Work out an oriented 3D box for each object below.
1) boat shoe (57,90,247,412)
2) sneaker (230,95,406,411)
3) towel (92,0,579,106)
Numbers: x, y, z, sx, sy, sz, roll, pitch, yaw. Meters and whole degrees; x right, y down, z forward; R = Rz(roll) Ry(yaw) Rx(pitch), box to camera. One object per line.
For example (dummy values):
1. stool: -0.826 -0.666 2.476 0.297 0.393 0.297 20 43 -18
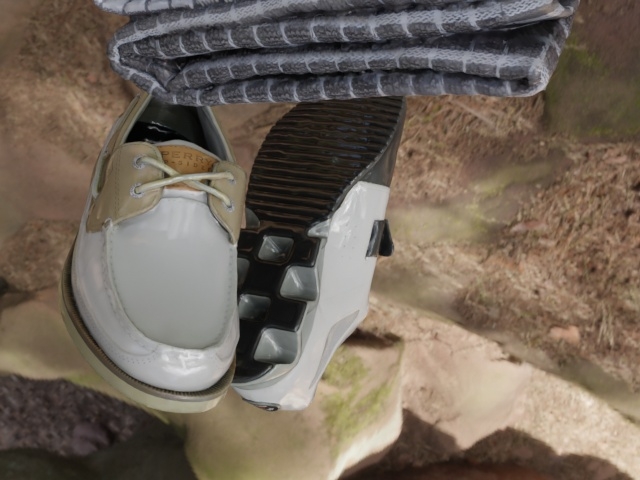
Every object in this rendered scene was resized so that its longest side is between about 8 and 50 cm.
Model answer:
1. boat shoe: -0.108 -0.020 0.570 0.113 0.302 0.103 12 120 -25
2. sneaker: 0.000 0.000 0.779 0.123 0.330 0.146 13 158 30
3. towel: 0.034 -0.174 0.516 0.284 0.235 0.121 2 121 30
